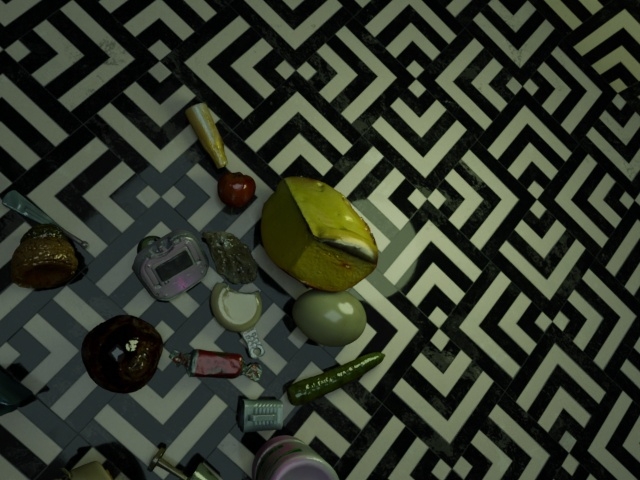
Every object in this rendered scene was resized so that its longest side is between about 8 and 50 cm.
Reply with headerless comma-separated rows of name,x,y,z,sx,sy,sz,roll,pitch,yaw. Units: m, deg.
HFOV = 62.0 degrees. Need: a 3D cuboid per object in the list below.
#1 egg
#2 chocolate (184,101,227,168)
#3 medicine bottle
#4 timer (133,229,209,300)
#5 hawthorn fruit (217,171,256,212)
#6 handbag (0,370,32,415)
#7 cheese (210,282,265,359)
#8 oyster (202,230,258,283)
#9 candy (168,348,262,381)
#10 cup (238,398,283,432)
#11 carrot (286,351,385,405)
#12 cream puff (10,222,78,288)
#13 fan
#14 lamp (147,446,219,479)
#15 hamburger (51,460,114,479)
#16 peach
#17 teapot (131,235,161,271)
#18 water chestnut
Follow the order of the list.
egg,0.029,0.241,1.696,0.241,0.186,0.186,20,76,-8
chocolate,-0.370,-0.341,1.759,0.085,0.085,0.220,-24,91,-17
medicine bottle,-0.079,0.689,1.515,0.211,0.325,0.212,2,81,-14
timer,-0.448,0.079,1.616,0.208,0.069,0.191,-34,129,-16
hawthorn fruit,-0.275,-0.160,1.724,0.125,0.125,0.140,17,74,-11
handbag,-0.863,0.395,1.414,0.144,0.221,0.057,46,74,-5
cheese,-0.262,0.253,1.679,0.163,0.071,0.249,-2,81,-15
oyster,-0.280,0.048,1.712,0.132,0.072,0.209,-24,89,-15
candy,-0.322,0.385,1.644,0.291,0.059,0.086,9,77,-14
cup,-0.182,0.532,1.620,0.129,0.128,0.095,3,77,-17
carrot,0.058,0.443,1.732,0.358,0.074,0.074,-19,85,-20
cream puff,-0.805,0.031,1.540,0.183,0.183,0.169,-15,63,-17
fan,-0.825,-0.062,1.611,0.281,0.023,0.057,32,65,-7
lamp,-0.393,0.689,1.541,0.214,0.121,0.121,32,74,2
hamburger,-0.601,0.733,1.393,0.170,0.302,0.302,-27,88,-35
peach,0.000,0.000,1.687,0.306,0.243,0.380,2,40,-42
teapot,-0.522,0.041,1.636,0.092,0.091,0.124,11,77,-11
water chestnut,-0.574,0.322,1.530,0.223,0.238,0.224,22,63,-52
